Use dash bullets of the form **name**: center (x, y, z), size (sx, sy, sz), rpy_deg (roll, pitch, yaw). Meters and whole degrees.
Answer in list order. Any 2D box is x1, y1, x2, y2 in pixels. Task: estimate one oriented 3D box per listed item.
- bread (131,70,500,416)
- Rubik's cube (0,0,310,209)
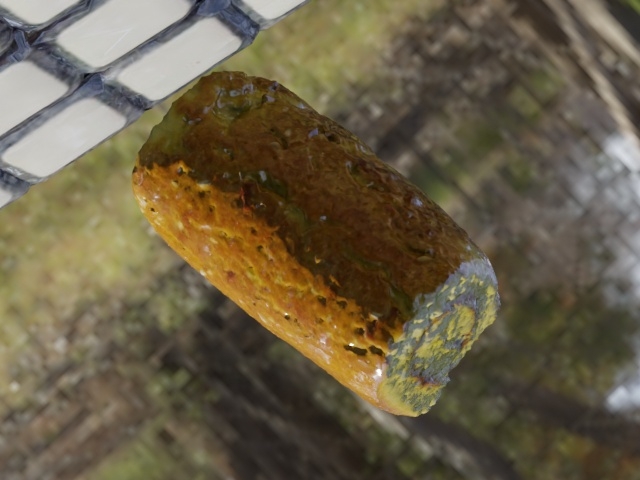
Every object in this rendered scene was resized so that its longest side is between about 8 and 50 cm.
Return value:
- **bread**: center (0.000, 0.000, 0.944), size (0.103, 0.172, 0.132), rpy_deg (-50, 159, -1)
- **Rubik's cube**: center (-0.157, -0.140, 0.537), size (0.237, 0.237, 0.238), rpy_deg (-33, 162, 10)
